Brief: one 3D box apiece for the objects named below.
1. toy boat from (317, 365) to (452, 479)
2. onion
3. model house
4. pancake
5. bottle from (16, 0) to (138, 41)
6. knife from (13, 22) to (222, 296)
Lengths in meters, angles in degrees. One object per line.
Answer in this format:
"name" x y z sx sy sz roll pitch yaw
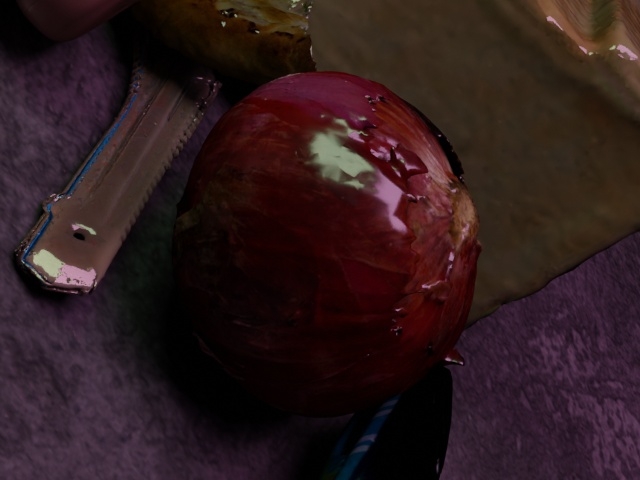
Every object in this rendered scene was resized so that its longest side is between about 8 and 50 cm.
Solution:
"toy boat" 0.033 0.190 1.258 0.299 0.092 0.134 -47 138 -64
"onion" 0.000 0.000 1.219 0.276 0.276 0.276 34 41 -35
"model house" 0.156 -0.173 1.521 0.382 0.334 0.343 52 23 -14
"pancake" -0.090 -0.258 1.346 0.197 0.054 0.376 -25 57 -20
"bottle" -0.222 -0.306 1.194 0.297 0.206 0.173 57 40 -7
"knife" -0.157 -0.075 1.255 0.089 0.043 0.365 20 42 1
